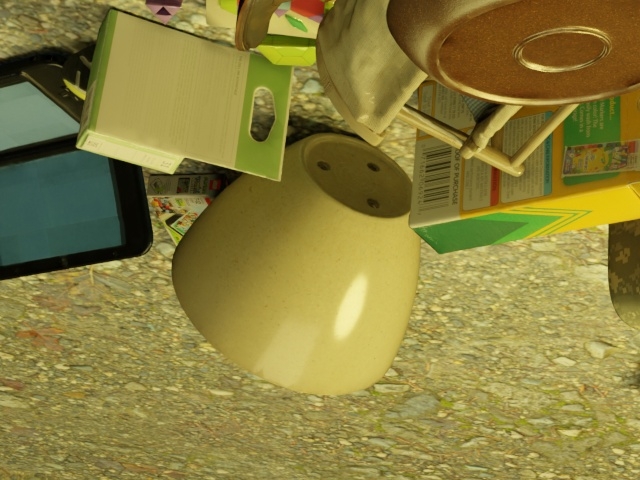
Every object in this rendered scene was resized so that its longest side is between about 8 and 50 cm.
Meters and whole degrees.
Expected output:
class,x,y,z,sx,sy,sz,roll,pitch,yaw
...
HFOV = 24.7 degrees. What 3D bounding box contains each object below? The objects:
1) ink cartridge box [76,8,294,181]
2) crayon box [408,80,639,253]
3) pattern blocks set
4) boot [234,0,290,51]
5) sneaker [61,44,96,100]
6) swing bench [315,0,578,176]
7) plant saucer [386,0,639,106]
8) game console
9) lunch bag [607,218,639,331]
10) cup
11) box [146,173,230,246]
class,x,y,z,sx,sy,sz,roll,pitch,yaw
ink cartridge box,-0.157,-0.161,1.728,0.235,0.171,0.056,16,152,-19
crayon box,0.268,-0.113,1.697,0.323,0.203,0.083,-11,149,30
pattern blocks set,-0.044,-0.280,1.633,0.325,0.026,0.285,-1,152,12
boot,-0.028,-0.268,1.539,0.106,0.082,0.219,12,145,-5
sneaker,-0.220,-0.177,1.809,0.208,0.081,0.094,12,154,-13
swing bench,0.151,-0.213,1.541,0.255,0.165,0.253,10,151,-17
plant saucer,0.214,-0.188,1.306,0.311,0.050,0.310,-1,161,0
game console,-0.390,-0.090,1.912,0.293,0.173,0.250,-10,149,28
lunch bag,0.486,-0.044,1.689,0.212,0.305,0.256,24,151,-36
cup,0.000,0.000,1.911,0.331,0.331,0.237,16,126,-19
box,-0.169,-0.030,2.130,0.114,0.036,0.207,-1,152,13
